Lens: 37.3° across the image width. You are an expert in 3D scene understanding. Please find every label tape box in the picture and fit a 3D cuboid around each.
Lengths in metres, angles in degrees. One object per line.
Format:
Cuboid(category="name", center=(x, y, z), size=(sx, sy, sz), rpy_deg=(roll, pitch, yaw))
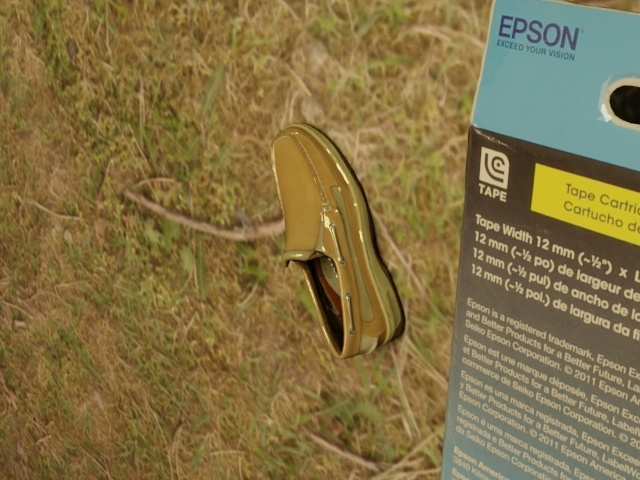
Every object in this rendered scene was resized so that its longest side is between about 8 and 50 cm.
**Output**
Cuboid(category="label tape box", center=(0.199, 0.055, 0.505), size=(0.249, 0.115, 0.347), rpy_deg=(23, 119, 41))

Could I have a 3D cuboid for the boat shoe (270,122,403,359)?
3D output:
Cuboid(category="boat shoe", center=(0.000, 0.000, 0.733), size=(0.068, 0.072, 0.190), rpy_deg=(-32, 81, 50))
